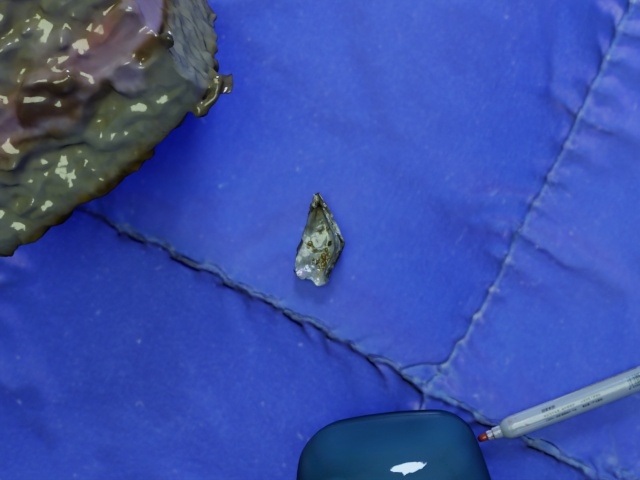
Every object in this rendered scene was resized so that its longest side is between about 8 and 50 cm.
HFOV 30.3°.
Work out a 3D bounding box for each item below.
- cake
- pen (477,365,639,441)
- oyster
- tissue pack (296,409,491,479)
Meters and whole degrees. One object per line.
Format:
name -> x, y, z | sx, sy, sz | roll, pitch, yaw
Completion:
cake -> -0.291, -0.204, 1.108 | 0.314, 0.293, 0.307 | -36, 117, 15
pen -> 0.262, 0.165, 1.204 | 0.218, 0.026, 0.026 | -22, 88, 7
oyster -> 0.003, 0.000, 1.230 | 0.051, 0.034, 0.093 | 24, 105, 22
tissue pack -> 0.081, 0.312, 1.136 | 0.198, 0.206, 0.287 | -7, 91, 6
